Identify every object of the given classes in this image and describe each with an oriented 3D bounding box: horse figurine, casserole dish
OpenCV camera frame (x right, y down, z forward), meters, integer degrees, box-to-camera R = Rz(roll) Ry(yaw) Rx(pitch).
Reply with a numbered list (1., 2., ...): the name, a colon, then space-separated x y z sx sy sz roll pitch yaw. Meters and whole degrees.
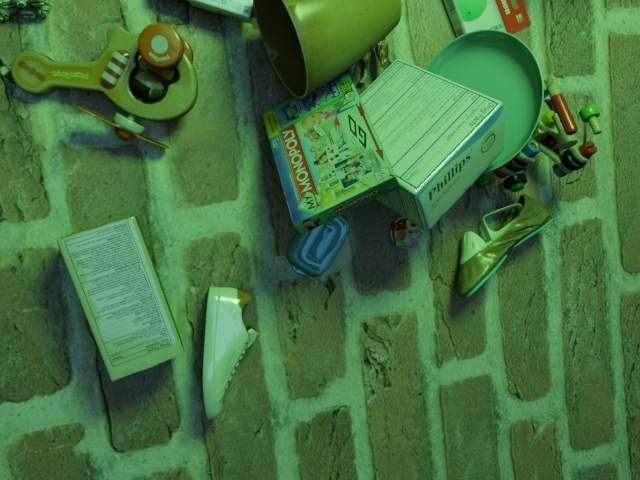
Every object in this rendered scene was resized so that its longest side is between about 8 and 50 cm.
1. horse figurine: 0.047 -0.467 1.144 0.263 0.066 0.175 12 94 -11
2. casserole dish: 0.000 0.000 1.178 0.114 0.037 0.188 33 84 -16

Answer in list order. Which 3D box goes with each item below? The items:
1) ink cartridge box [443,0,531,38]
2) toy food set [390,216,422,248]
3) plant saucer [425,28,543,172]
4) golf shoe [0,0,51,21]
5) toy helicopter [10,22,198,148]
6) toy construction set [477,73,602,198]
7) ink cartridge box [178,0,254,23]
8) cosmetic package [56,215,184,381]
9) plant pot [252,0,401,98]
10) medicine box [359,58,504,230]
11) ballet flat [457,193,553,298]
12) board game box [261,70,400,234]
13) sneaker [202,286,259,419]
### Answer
1. ink cartridge box: 0.428 -0.592 1.254 0.224 0.056 0.181 -28 101 -11
2. toy food set: 0.214 -0.019 1.247 0.083 0.020 0.083 -11 97 -16
3. plant saucer: 0.356 -0.309 1.140 0.043 0.317 0.318 -8 97 -44
4. golf shoe: -0.618 -0.473 0.962 0.176 0.069 0.086 -10 76 -18
5. toy helicopter: -0.428 -0.309 1.006 0.355 0.140 0.235 2 102 -6
6. toy construction set: 0.509 -0.285 1.181 0.257 0.309 0.237 -13 72 -1
7. ink cartridge box: -0.220 -0.585 1.033 0.206 0.045 0.208 14 95 -10
8. cosmetic package: -0.400 0.110 1.021 0.153 0.129 0.296 -18 98 -16
9. plant pot: 0.028 -0.447 1.014 0.254 0.237 0.237 -25 100 -12
10. medicine box: 0.196 -0.213 1.080 0.263 0.289 0.149 -46 146 -9
11. ballet flat: 0.443 -0.001 1.278 0.342 0.116 0.124 -40 83 -11
12. board game box: 0.010 -0.190 1.022 0.213 0.046 0.317 -25 57 11
13. sneaker: -0.198 0.250 1.100 0.123 0.106 0.290 5 91 -14
